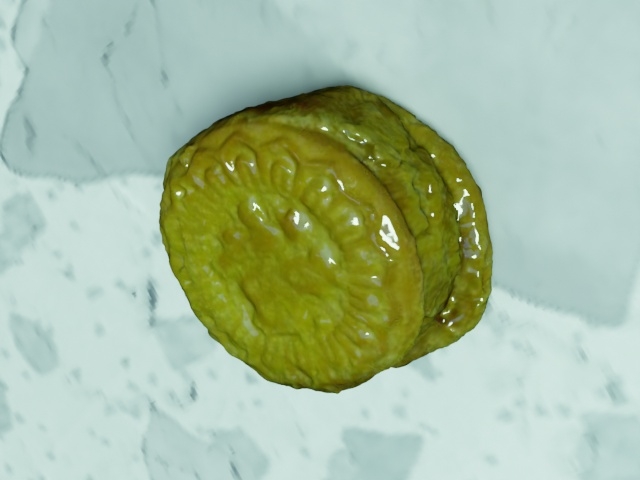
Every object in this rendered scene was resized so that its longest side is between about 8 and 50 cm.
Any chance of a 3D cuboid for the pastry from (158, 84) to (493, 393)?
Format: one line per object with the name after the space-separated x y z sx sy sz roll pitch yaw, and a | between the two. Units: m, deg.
0.000 0.000 0.443 0.109 0.057 0.097 35 125 18 | pastry
